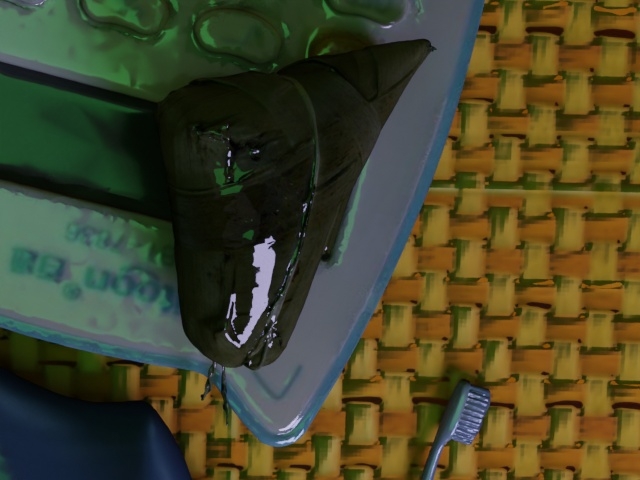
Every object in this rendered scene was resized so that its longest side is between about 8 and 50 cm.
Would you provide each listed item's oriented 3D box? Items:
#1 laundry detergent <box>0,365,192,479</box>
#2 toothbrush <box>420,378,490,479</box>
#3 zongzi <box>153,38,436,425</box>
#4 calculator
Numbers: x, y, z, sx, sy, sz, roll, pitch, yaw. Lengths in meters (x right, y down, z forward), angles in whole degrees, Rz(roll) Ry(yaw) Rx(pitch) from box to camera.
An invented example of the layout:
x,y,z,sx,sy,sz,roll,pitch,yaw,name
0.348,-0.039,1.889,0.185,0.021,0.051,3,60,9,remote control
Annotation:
x,y,z,sx,sy,sz,roll,pitch,yaw,name
-0.148,0.121,0.855,0.289,0.094,0.143,22,80,-7,laundry detergent
0.040,0.156,0.901,0.019,0.013,0.193,18,98,-13,toothbrush
0.000,0.000,0.804,0.130,0.062,0.154,-18,113,-32,zongzi
-0.055,-0.120,0.820,0.256,0.054,0.386,14,96,-13,calculator
